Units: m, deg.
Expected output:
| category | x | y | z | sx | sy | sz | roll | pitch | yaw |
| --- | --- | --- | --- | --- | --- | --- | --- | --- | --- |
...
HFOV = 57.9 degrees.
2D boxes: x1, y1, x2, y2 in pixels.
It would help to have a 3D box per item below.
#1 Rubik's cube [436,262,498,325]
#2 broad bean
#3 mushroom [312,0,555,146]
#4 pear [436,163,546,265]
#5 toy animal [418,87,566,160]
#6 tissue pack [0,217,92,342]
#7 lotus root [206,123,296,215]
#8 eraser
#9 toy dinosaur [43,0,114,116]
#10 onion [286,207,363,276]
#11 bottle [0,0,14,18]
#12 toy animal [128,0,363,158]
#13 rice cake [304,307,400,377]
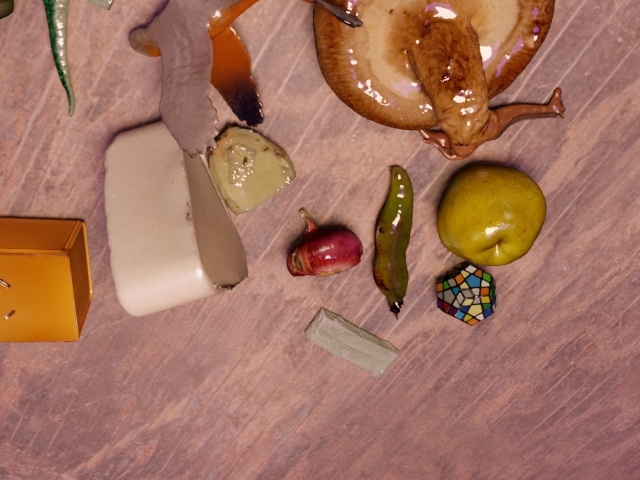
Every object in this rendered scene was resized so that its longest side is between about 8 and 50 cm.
| category | x | y | z | sx | sy | sz | roll | pitch | yaw |
| --- | --- | --- | --- | --- | --- | --- | --- | --- | --- |
| Rubik's cube | 0.302 | 0.110 | 1.194 | 0.133 | 0.133 | 0.111 | -5 | 150 | -6 |
| broad bean | 0.142 | 0.016 | 1.144 | 0.077 | 0.061 | 0.338 | -9 | 122 | -12 |
| mushroom | 0.158 | -0.327 | 0.864 | 0.346 | 0.239 | 0.344 | -3 | 100 | -20 |
| pear | 0.310 | -0.045 | 1.057 | 0.198 | 0.198 | 0.198 | -4 | 121 | -6 |
| toy animal | 0.305 | -0.226 | 1.029 | 0.230 | 0.066 | 0.224 | 34 | 91 | -15 |
| tissue pack | -0.564 | 0.066 | 1.022 | 0.275 | 0.145 | 0.194 | 3 | 118 | -9 |
| lotus root | -0.129 | -0.125 | 0.997 | 0.143 | 0.070 | 0.144 | -43 | 118 | -1 |
| eraser | -0.233 | 0.000 | 0.992 | 0.150 | 0.331 | 0.331 | -18 | 121 | 4 |
| toy dinosaur | -0.342 | -0.358 | 0.846 | 0.130 | 0.076 | 0.382 | 2 | 117 | -2 |
| onion | 0.000 | 0.000 | 1.094 | 0.150 | 0.150 | 0.140 | -16 | 81 | 1 |
| bottle | -0.508 | -0.419 | 0.743 | 0.156 | 0.143 | 0.271 | -10 | 120 | -3 |
| toy animal | -0.144 | -0.310 | 0.814 | 0.302 | 0.225 | 0.284 | 47 | 121 | -3 |
| rice cake | 0.069 | 0.228 | 1.271 | 0.226 | 0.040 | 0.085 | 32 | 112 | -24 |
